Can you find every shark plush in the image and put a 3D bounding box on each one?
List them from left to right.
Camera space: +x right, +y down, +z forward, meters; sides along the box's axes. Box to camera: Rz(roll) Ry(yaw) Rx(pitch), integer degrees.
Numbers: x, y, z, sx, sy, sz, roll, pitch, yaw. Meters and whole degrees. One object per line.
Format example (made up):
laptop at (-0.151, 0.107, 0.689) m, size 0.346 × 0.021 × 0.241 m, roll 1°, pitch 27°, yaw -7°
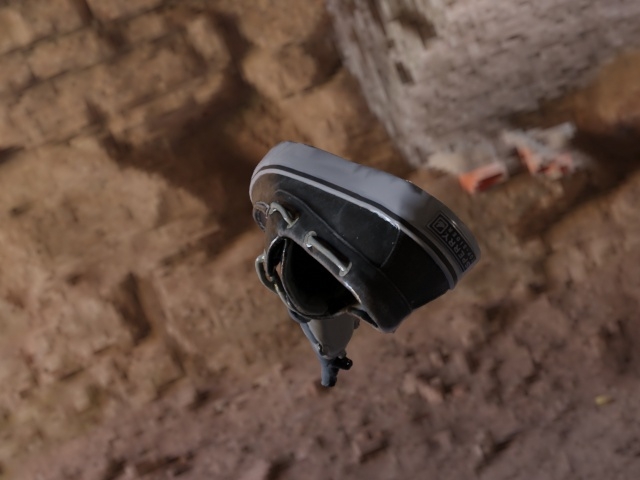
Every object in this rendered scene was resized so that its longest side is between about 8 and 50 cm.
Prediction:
shark plush at (0.004, 0.057, 1.284) m, size 0.073 × 0.161 × 0.067 m, roll -41°, pitch 48°, yaw -14°

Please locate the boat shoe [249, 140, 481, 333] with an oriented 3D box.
boat shoe at (0.000, 0.000, 0.799) m, size 0.070 × 0.078 × 0.219 m, roll -46°, pitch 19°, yaw -11°
